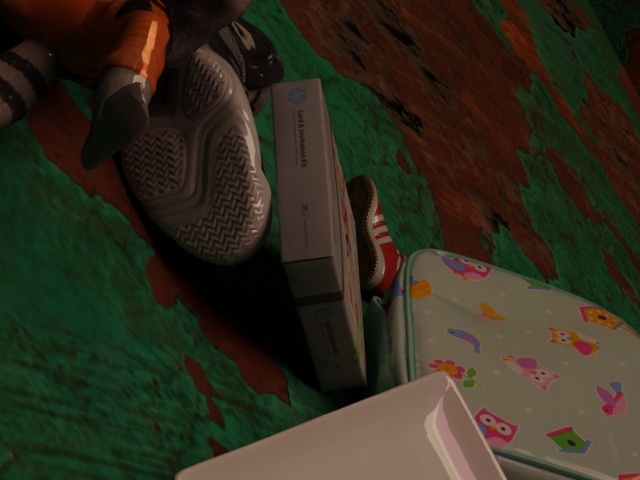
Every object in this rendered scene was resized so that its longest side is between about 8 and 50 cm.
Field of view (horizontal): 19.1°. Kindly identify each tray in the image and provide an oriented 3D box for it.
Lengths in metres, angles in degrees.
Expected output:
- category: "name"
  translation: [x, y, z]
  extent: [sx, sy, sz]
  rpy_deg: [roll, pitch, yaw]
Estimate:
- category: "tray"
  translation: [0.025, 0.176, 1.167]
  extent: [0.270, 0.030, 0.145]
  rpy_deg: [-15, 74, -49]

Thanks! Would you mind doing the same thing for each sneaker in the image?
- category: "sneaker"
  translation: [0.049, 0.004, 1.588]
  extent: [0.067, 0.042, 0.118]
  rpy_deg: [36, 36, -39]
- category: "sneaker"
  translation: [-0.074, -0.092, 1.340]
  extent: [0.153, 0.101, 0.268]
  rpy_deg: [21, 38, -56]

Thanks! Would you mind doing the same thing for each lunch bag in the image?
- category: "lunch bag"
  translation: [0.135, 0.123, 1.411]
  extent: [0.224, 0.108, 0.279]
  rpy_deg: [16, 27, -7]

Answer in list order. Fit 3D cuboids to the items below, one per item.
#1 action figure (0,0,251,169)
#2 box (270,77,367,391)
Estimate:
- category: "action figure"
  translation: [-0.190, -0.163, 1.155]
  extent: [0.341, 0.178, 0.330]
  rpy_deg: [24, 18, 6]
- category: "box"
  translation: [0.000, 0.000, 1.328]
  extent: [0.186, 0.038, 0.145]
  rpy_deg: [77, 8, -57]
